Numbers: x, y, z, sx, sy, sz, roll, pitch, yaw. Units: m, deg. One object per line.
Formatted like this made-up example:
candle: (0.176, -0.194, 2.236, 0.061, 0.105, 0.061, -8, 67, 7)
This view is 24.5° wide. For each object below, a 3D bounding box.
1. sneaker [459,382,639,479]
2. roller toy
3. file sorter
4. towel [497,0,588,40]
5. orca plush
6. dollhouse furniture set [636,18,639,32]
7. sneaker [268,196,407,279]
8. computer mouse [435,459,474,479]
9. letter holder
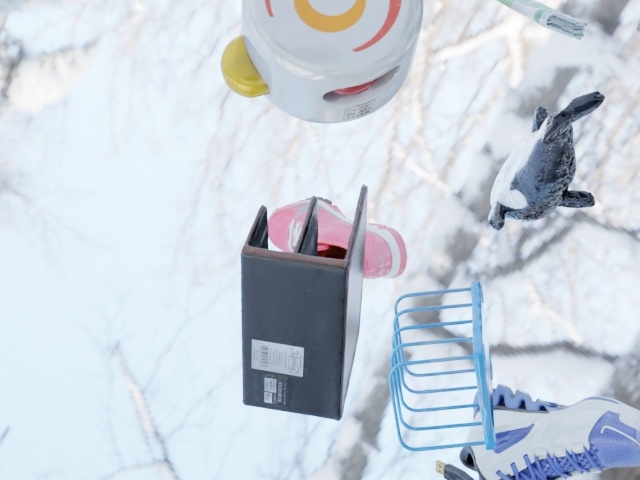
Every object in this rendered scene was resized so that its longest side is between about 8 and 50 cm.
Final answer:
sneaker: (0.334, 0.329, 2.198, 0.127, 0.316, 0.182, 55, -127, -35)
roller toy: (0.010, -0.227, 1.590, 0.191, 0.209, 0.146, 24, 162, 6)
file sorter: (0.134, 0.138, 1.618, 0.105, 0.118, 0.170, -6, -156, 8)
towel: (0.215, -0.272, 1.638, 0.152, 0.023, 0.113, 36, -164, 29)
orca plush: (0.274, -0.082, 1.672, 0.102, 0.287, 0.151, 23, -119, 0)
dollhouse furniture set: (0.568, -0.355, 1.850, 0.286, 0.303, 0.198, 19, -178, 20)
sneaker: (0.000, -0.001, 2.623, 0.314, 0.115, 0.136, 15, -159, 40)
computer mouse: (0.114, 0.383, 2.055, 0.262, 0.184, 0.060, 17, 174, 46)
letter holder: (-0.019, 0.075, 2.161, 0.152, 0.301, 0.214, 8, -139, 8)
